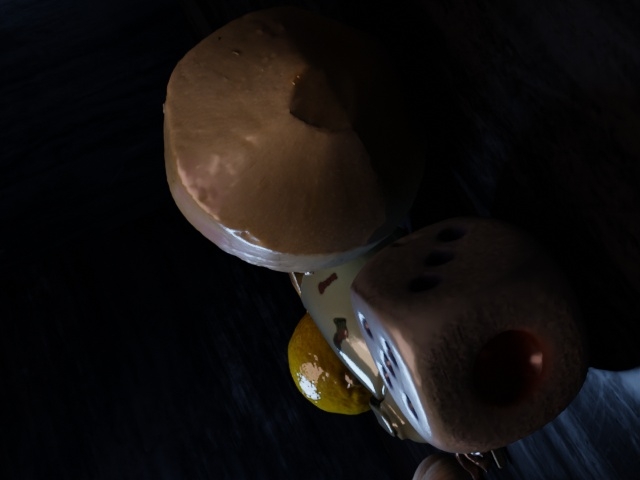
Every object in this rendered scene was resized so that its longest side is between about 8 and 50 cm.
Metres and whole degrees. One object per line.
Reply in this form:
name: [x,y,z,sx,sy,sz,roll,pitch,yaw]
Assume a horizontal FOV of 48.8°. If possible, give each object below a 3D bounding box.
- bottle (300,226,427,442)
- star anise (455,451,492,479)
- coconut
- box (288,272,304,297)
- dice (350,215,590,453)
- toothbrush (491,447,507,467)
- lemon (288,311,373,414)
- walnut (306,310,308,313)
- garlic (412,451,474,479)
bottle: [0.137,0.156,1.043,0.351,0.229,0.229,53,166,41]
star anise: [0.242,0.336,1.319,0.262,0.081,0.230,55,175,-16]
coconut: [-0.034,-0.123,0.908,0.352,0.353,0.352,62,171,17]
box: [0.000,0.000,1.505,0.076,0.174,0.274,56,169,41]
dice: [0.156,0.096,0.759,0.194,0.193,0.192,66,173,-21]
toothbrush: [0.257,0.262,1.203,0.028,0.026,0.294,-1,114,64]
lemon: [0.058,0.270,1.645,0.293,0.293,0.293,62,171,17]
walnut: [0.052,0.200,1.849,0.197,0.165,0.165,67,171,-14]
garlic: [0.284,0.587,1.567,0.227,0.152,0.228,59,165,27]
